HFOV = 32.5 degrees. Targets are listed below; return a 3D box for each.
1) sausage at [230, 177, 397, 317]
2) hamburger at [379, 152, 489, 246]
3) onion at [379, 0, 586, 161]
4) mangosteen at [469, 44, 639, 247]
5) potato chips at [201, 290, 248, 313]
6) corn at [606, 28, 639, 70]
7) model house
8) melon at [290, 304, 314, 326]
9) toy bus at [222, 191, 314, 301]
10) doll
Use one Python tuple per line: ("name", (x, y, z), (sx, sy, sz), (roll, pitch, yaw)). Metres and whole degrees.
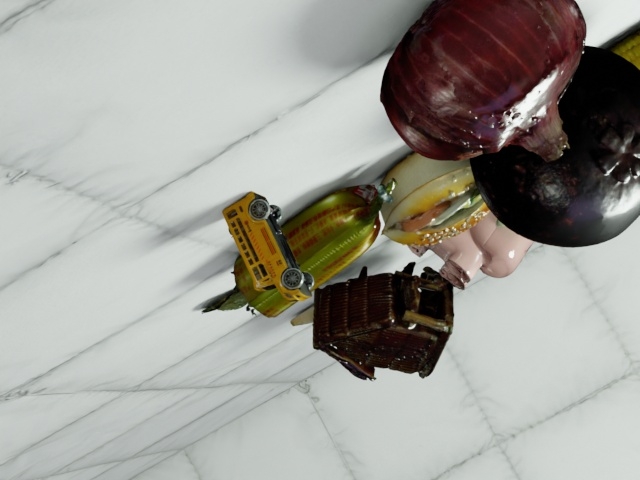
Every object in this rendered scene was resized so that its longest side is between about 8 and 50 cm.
("sausage", (-0.001, 0.000, 1.723), (0.317, 0.117, 0.125), (-37, 180, 27))
("hamburger", (0.193, -0.072, 1.783), (0.237, 0.147, 0.237), (-26, 170, -5))
("onion", (0.188, -0.172, 1.204), (0.252, 0.219, 0.252), (-35, 174, -4))
("mangosteen", (0.352, -0.147, 1.587), (0.297, 0.313, 0.296), (-6, 126, -8))
("potato chips", (-0.127, 0.094, 2.037), (0.142, 0.026, 0.209), (-40, 164, 34))
("corn", (0.525, -0.277, 1.745), (0.363, 0.120, 0.120), (-32, 167, 17))
("model house", (0.126, 0.135, 2.351), (0.283, 0.317, 0.297), (9, 133, -1))
("melon", (0.004, 0.182, 2.613), (0.098, 0.054, 0.182), (-26, 168, 17))
("toy bus", (-0.072, 0.017, 1.521), (0.074, 0.162, 0.069), (-28, 168, 10))
("doll", (0.334, -0.041, 2.209), (0.268, 0.216, 0.284), (-48, 175, -14))
